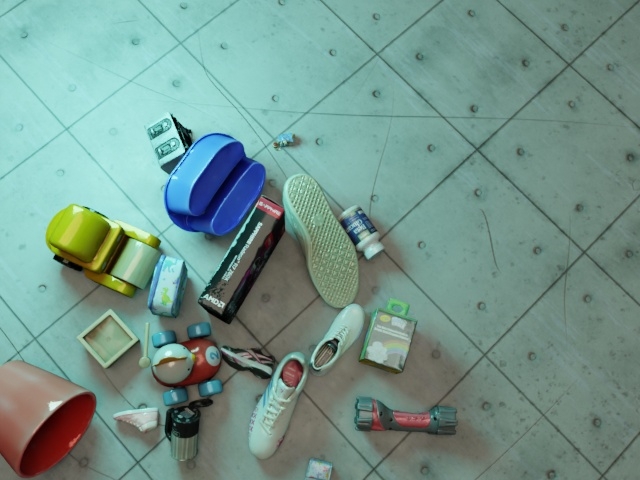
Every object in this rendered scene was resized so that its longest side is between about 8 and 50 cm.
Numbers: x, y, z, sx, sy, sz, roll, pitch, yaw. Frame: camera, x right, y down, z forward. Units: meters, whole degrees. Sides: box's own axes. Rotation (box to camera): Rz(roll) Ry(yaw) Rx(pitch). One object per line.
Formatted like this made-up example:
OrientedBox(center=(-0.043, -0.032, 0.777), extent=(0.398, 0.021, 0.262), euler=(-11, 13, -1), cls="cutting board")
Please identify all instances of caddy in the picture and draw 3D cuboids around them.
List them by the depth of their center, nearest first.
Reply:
OrientedBox(center=(-0.339, -0.178, 1.903), extent=(0.179, 0.241, 0.341), euler=(17, 69, 46), cls="caddy")

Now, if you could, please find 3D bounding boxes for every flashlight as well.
OrientedBox(center=(0.257, 0.529, 1.818), extent=(0.304, 0.103, 0.103), euler=(2, 72, -1), cls="flashlight")

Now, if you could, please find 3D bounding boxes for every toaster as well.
OrientedBox(center=(-0.473, -0.305, 1.960), extent=(0.110, 0.185, 0.168), euler=(-26, 74, 5), cls="toaster")

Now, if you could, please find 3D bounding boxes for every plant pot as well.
OrientedBox(center=(-0.824, 0.483, 1.704), extent=(0.243, 0.275, 0.275), euler=(30, 76, 14), cls="plant pot")

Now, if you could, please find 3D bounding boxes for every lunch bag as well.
OrientedBox(center=(-0.007, 0.697, 1.786), extent=(0.071, 0.053, 0.083), euler=(15, 84, 2), cls="lunch bag")
OrientedBox(center=(-0.458, 0.140, 1.821), extent=(0.090, 0.219, 0.176), euler=(13, 77, -6), cls="lunch bag")

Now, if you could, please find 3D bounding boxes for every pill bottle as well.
OrientedBox(center=(0.133, -0.023, 1.957), extent=(0.094, 0.094, 0.169), euler=(-33, 80, -11), cls="pill bottle")

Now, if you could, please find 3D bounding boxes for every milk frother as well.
OrientedBox(center=(-0.381, 0.551, 1.787), extent=(0.143, 0.129, 0.134), euler=(-5, 112, -32), cls="milk frother")

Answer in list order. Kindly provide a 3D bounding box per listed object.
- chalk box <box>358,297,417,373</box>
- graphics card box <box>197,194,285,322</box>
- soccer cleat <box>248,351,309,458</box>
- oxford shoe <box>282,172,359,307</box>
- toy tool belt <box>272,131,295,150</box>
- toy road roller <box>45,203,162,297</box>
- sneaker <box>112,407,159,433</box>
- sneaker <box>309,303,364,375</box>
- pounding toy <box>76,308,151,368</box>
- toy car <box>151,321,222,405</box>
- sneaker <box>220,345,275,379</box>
OrientedBox(center=(0.214, 0.289, 1.863), extent=(0.132, 0.132, 0.213), euler=(19, 74, 3), cls="chalk box")
OrientedBox(center=(-0.232, 0.067, 1.845), extent=(0.094, 0.233, 0.371), euler=(30, 75, 4), cls="graphics card box")
OrientedBox(center=(-0.130, 0.483, 1.787), extent=(0.116, 0.143, 0.331), euler=(21, 76, 3), cls="soccer cleat")
OrientedBox(center=(0.000, 0.000, 1.937), extent=(0.169, 0.130, 0.449), euler=(-24, 93, -15), cls="oxford shoe")
OrientedBox(center=(-0.125, -0.343, 2.049), extent=(0.083, 0.051, 0.052), euler=(-19, 77, -7), cls="toy tool belt")
OrientedBox(center=(-0.671, 0.016, 1.830), extent=(0.329, 0.240, 0.202), euler=(24, 76, 3), cls="toy road roller")
OrientedBox(center=(-0.550, 0.542, 1.797), extent=(0.134, 0.051, 0.070), euler=(-4, 71, -8), cls="sneaker")
OrientedBox(center=(0.058, 0.308, 1.868), extent=(0.094, 0.091, 0.258), euler=(32, 76, 5), cls="sneaker")
OrientedBox(center=(-0.596, 0.312, 1.840), extent=(0.181, 0.094, 0.206), euler=(-42, 91, -17), cls="pounding toy")
OrientedBox(center=(-0.402, 0.355, 1.757), extent=(0.210, 0.238, 0.219), euler=(-13, 77, -6), cls="toy car")
OrientedBox(center=(-0.221, 0.363, 1.863), extent=(0.178, 0.072, 0.077), euler=(23, 50, 7), cls="sneaker")
